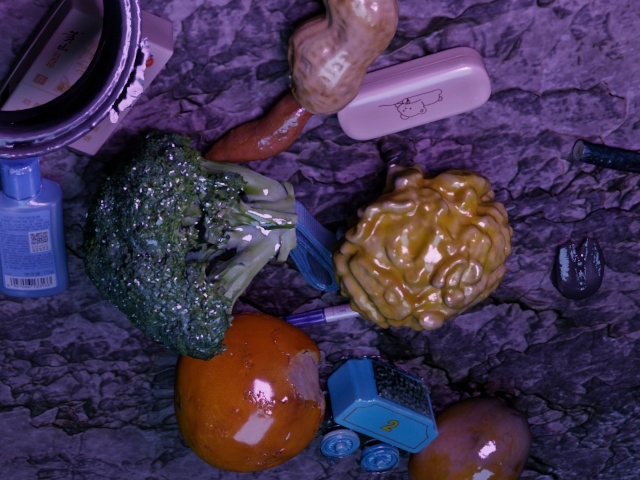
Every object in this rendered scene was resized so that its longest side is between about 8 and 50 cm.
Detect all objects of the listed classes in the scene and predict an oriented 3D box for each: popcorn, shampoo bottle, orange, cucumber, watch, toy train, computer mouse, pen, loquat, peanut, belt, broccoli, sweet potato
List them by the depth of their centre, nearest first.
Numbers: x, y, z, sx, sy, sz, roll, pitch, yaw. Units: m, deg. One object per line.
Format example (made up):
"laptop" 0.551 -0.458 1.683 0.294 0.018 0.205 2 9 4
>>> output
"watch" -0.350 -0.203 1.483 0.327 0.314 0.335 -19 108 -9
"peanut" 0.027 -0.242 1.664 0.103 0.098 0.229 -6 141 -35
"broccoli" -0.163 0.006 1.783 0.275 0.308 0.308 -7 140 -8
"sweet potato" -0.062 -0.139 1.801 0.202 0.055 0.058 -29 146 23
"shampoo bottle" -0.389 -0.025 1.877 0.104 0.061 0.258 -1 139 -7
"popcorn" 0.129 0.002 1.879 0.249 0.249 0.225 -34 102 27
"cucumber" 0.405 -0.110 1.926 0.133 0.032 0.032 11 136 -22
"belt" 0.000 0.004 1.973 0.100 0.065 0.179 -16 141 25
"orange" -0.104 0.223 2.078 0.240 0.240 0.240 -4 140 -4
"computer mouse" 0.383 0.049 2.095 0.079 0.047 0.135 -9 138 0
"pen" 0.047 0.104 2.125 0.204 0.025 0.025 -10 140 5
"toy train" 0.084 0.279 2.268 0.203 0.112 0.163 24 127 -33
"loquat" 0.247 0.353 2.326 0.179 0.179 0.227 23 125 -31

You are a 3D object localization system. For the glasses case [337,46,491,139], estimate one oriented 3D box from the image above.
"glasses case" 0.115 -0.184 1.779 0.196 0.050 0.083 -16 137 10

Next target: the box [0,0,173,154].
"box" -0.282 -0.201 1.690 0.141 0.058 0.201 20 133 -28
